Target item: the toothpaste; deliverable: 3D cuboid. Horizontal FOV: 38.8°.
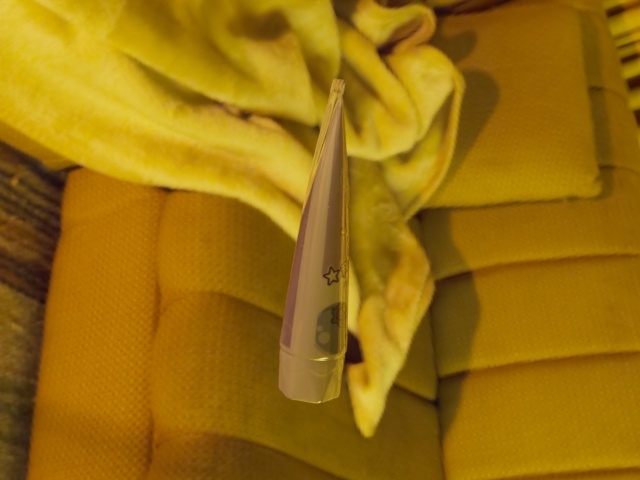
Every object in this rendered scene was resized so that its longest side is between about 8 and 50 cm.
[{"bbox_3d":[0.000,0.000,1.051,0.125,0.080,0.371,-112,-154,-79],"label":"toothpaste"}]
